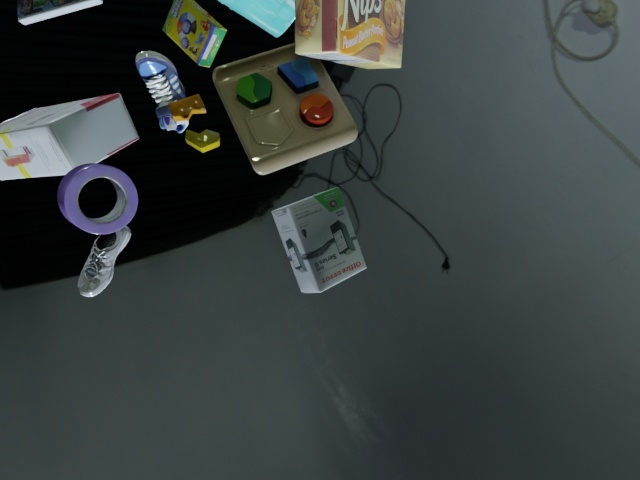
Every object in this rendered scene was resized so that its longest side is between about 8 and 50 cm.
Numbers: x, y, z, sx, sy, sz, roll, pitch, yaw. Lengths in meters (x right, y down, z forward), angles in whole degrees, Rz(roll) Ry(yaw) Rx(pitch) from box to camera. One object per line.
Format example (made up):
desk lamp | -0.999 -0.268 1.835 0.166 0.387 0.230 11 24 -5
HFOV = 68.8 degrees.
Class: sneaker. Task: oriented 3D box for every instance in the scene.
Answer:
sneaker | -0.617 -0.567 1.867 0.323 0.130 0.236 62 -164 -74
sneaker | -0.769 0.056 1.620 0.115 0.105 0.281 92 -164 -73

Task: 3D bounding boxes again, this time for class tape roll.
tape roll | -0.610 -0.115 1.284 0.080 0.189 0.188 15 114 47

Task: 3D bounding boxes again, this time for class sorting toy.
sorting toy | -0.110 -0.241 0.868 0.041 0.308 0.228 112 134 -73

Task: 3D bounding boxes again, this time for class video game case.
video game case | -0.584 -0.589 1.039 0.202 0.023 0.183 -9 82 10

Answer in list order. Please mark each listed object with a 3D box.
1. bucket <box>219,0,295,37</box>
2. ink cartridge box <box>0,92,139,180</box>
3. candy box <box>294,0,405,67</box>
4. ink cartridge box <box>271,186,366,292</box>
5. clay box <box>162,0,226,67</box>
bucket | -0.112 -0.646 1.116 0.281 0.183 0.281 -43 30 33
ink cartridge box | -0.828 -0.325 1.475 0.385 0.279 0.160 1 124 27
candy box | 0.068 -0.432 0.882 0.088 0.316 0.182 9 107 28
ink cartridge box | 0.000 0.000 1.508 0.122 0.211 0.288 -10 103 57
clay box | -0.391 -0.643 1.410 0.222 0.053 0.127 45 119 16
